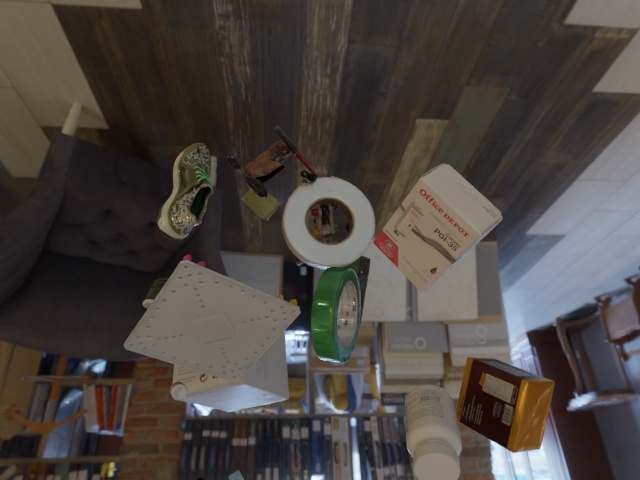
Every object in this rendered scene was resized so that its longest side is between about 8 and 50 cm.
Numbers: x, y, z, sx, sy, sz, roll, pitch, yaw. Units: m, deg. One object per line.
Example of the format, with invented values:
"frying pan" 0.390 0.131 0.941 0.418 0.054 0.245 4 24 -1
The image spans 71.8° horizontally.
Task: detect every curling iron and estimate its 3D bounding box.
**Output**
"curling iron" -0.097 -0.334 1.748 0.068 0.035 0.274 -40 117 -12

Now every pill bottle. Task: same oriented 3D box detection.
"pill bottle" -0.394 0.416 1.228 0.044 0.043 0.083 10 166 -21
"pill bottle" 0.279 0.481 1.101 0.131 0.229 0.131 3 110 8

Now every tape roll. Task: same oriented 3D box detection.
"tape roll" 0.034 -0.074 1.834 0.393 0.391 0.072 3 164 -10
"tape roll" 0.060 0.252 1.519 0.077 0.320 0.321 3 153 21

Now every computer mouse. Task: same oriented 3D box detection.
"computer mouse" -0.278 -0.254 1.693 0.041 0.242 0.071 -44 166 9

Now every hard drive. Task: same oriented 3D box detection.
"hard drive" 0.143 0.230 2.161 0.064 0.338 0.237 5 -175 -24

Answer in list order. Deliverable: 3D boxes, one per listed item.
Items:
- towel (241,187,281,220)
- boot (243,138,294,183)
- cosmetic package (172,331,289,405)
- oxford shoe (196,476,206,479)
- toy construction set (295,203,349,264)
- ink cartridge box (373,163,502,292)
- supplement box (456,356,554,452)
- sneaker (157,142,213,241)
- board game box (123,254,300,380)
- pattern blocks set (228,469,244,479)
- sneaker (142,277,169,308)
"towel" -0.254 -0.167 1.898 0.148 0.110 0.027 40 177 -1
"boot" -0.196 -0.338 1.861 0.264 0.280 0.096 -26 112 -9
"cosmetic package" -0.369 0.514 1.893 0.330 0.327 0.393 -18 147 17
"oxford shoe" -0.334 0.803 1.326 0.097 0.098 0.271 -3 178 -34
"toy construction set" 0.000 0.000 1.975 0.309 0.257 0.237 -39 180 -16
"ink cartridge box" 0.295 -0.028 1.163 0.117 0.207 0.283 -31 161 -37
"supplement box" 0.509 0.450 1.237 0.129 0.191 0.194 12 180 -33
"sneaker" -0.445 -0.191 1.626 0.182 0.409 0.158 -11 149 31
"board game box" -0.325 0.252 1.343 0.390 0.050 0.390 27 118 -27
"pattern blocks set" -0.282 1.028 1.627 0.285 0.325 0.026 -25 147 -50
"sneaker" -0.616 0.243 1.957 0.296 0.146 0.104 12 145 -16
